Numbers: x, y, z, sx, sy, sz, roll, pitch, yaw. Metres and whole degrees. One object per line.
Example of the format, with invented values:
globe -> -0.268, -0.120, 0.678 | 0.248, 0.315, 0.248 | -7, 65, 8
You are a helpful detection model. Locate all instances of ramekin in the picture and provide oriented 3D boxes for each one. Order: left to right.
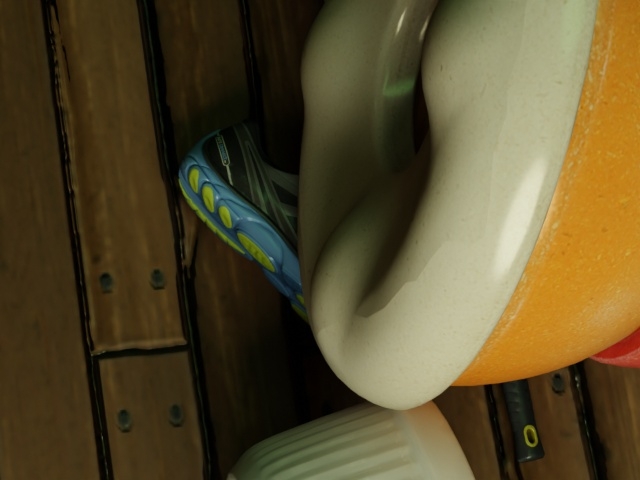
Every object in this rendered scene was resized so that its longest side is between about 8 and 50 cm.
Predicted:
ramekin -> 0.022, 0.189, 0.926 | 0.109, 0.207, 0.207 | -13, 77, -12

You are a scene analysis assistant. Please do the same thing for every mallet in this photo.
mallet -> 0.121, 0.042, 1.096 | 0.062, 0.039, 0.190 | -15, 83, -24

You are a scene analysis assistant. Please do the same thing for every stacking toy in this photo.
stacking toy -> 0.246, -0.057, 0.929 | 0.479, 0.350, 0.351 | 10, 70, -15

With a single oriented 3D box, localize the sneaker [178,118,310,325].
sneaker -> 0.000, 0.000, 1.048 | 0.188, 0.067, 0.078 | 45, 72, 3
